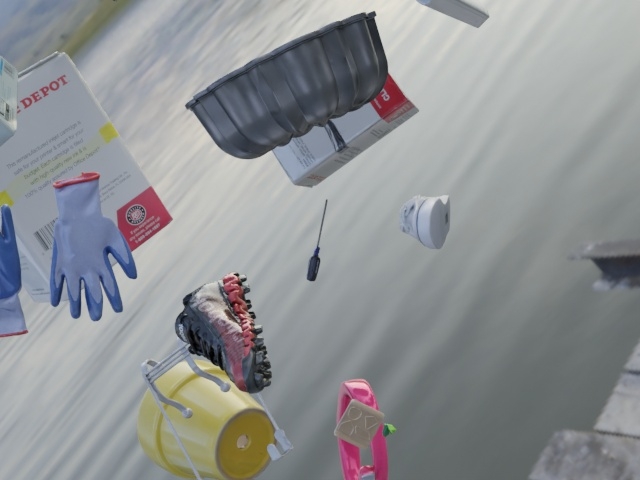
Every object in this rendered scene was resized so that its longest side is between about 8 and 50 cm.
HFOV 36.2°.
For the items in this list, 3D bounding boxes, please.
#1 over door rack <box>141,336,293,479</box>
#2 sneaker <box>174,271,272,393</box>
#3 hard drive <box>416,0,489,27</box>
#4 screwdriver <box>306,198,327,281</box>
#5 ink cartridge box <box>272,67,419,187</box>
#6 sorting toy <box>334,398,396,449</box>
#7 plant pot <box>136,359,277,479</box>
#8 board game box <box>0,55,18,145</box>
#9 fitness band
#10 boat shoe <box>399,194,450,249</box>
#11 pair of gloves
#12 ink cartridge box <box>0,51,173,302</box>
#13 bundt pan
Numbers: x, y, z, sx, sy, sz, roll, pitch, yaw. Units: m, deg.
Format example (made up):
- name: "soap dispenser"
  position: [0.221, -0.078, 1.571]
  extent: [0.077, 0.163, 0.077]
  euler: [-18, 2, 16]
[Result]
- name: "over door rack"
  position: [-0.195, 0.320, 1.877]
  extent: [0.239, 0.108, 0.324]
  euler: [-37, 64, 25]
- name: "sneaker"
  position: [-0.157, 0.154, 1.543]
  extent: [0.135, 0.097, 0.276]
  euler: [-13, 33, -9]
- name: "hard drive"
  position: [0.148, -0.422, 1.502]
  extent: [0.040, 0.203, 0.307]
  euler: [-45, -12, 20]
- name: "screwdriver"
  position: [0.000, 0.000, 1.965]
  extent: [0.024, 0.025, 0.170]
  euler: [171, 116, -74]
- name: "ink cartridge box"
  position: [0.045, -0.228, 1.924]
  extent: [0.273, 0.114, 0.197]
  euler: [-36, -6, 10]
- name: "sorting toy"
  position: [0.069, 0.280, 1.459]
  extent: [0.062, 0.083, 0.012]
  euler: [-62, 6, 4]
- name: "plant pot"
  position: [-0.225, 0.402, 2.088]
  extent: [0.239, 0.254, 0.254]
  euler: [11, 58, 50]
- name: "board game box"
  position: [-0.561, -0.262, 1.338]
  extent: [0.097, 0.303, 0.224]
  euler: [-40, 33, 9]
- name: "fitness band"
  position: [0.077, 0.390, 1.865]
  extent: [0.291, 0.054, 0.209]
  euler: [95, 165, -50]
- name: "boat shoe"
  position: [0.182, -0.035, 1.758]
  extent: [0.084, 0.095, 0.258]
  euler: [0, 3, 13]
- name: "pair of gloves"
  position: [-0.294, 0.018, 1.006]
  extent: [0.198, 0.159, 0.023]
  euler: [-11, 10, -11]
- name: "ink cartridge box"
  position: [-0.508, -0.116, 1.836]
  extent: [0.279, 0.384, 0.160]
  euler: [-40, 19, -31]
- name: "bundt pan"
  position: [-0.038, -0.226, 1.522]
  extent: [0.331, 0.124, 0.331]
  euler: [-25, 4, 2]
